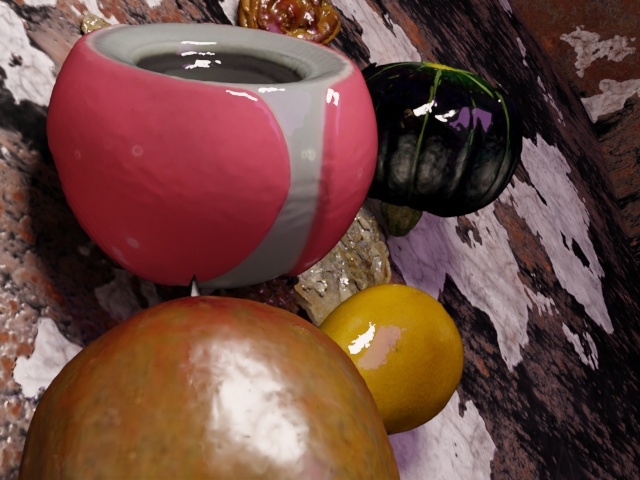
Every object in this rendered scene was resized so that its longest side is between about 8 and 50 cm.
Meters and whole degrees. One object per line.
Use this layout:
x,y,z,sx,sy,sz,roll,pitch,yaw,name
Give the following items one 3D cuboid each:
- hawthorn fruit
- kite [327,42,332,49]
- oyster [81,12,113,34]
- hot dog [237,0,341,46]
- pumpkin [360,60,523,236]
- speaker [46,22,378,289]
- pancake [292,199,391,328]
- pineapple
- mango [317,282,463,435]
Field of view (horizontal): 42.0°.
-0.077,0.162,0.605,0.267,0.267,0.301,32,38,-42,hawthorn fruit
-0.024,-0.360,1.394,0.183,0.010,0.160,53,32,-11,kite
-0.230,-0.210,0.901,0.083,0.038,0.081,55,31,-14,oyster
-0.049,-0.349,1.252,0.160,0.099,0.227,47,37,-22,hot dog
0.141,-0.124,1.229,0.296,0.296,0.296,39,36,-35,pumpkin
-0.101,-0.088,0.754,0.294,0.294,0.294,39,36,-35,speaker
0.001,0.000,1.077,0.282,0.049,0.282,38,37,-35,pancake
-0.063,0.058,0.865,0.108,0.108,0.198,50,31,-20,pineapple
0.070,0.138,0.962,0.254,0.139,0.176,0,87,-54,mango
